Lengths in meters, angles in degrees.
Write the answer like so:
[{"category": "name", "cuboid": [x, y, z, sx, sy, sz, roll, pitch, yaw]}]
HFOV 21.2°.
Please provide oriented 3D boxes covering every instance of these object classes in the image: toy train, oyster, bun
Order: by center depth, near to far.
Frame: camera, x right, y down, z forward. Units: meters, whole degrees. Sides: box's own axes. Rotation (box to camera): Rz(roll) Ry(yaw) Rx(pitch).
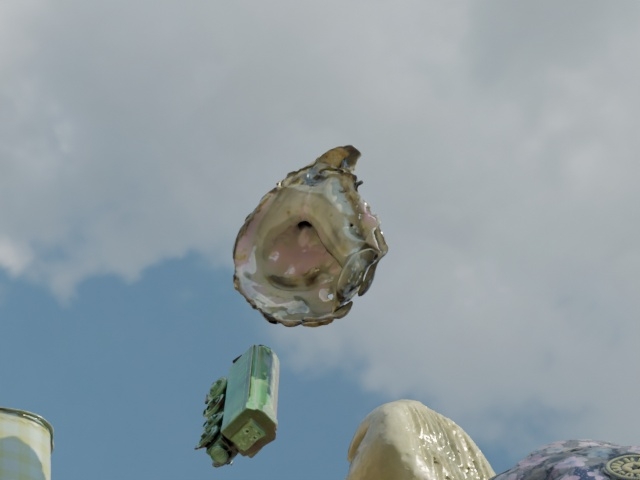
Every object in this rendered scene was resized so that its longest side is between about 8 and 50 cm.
[{"category": "toy train", "cuboid": [-0.065, 0.136, 1.401, 0.071, 0.148, 0.038, -40, -75, 12]}, {"category": "oyster", "cuboid": [0.000, 0.000, 1.492, 0.163, 0.191, 0.081, 15, -21, 39]}, {"category": "bun", "cuboid": [0.087, 0.239, 1.567, 0.178, 0.193, 0.128, 36, -70, -29]}]

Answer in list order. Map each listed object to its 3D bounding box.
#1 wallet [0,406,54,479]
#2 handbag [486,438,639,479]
[{"category": "wallet", "cuboid": [-0.317, 0.249, 1.366, 0.223, 0.309, 0.077, 10, -58, -15]}, {"category": "handbag", "cuboid": [0.207, 0.209, 1.206, 0.208, 0.229, 0.126, 18, -64, 54]}]
